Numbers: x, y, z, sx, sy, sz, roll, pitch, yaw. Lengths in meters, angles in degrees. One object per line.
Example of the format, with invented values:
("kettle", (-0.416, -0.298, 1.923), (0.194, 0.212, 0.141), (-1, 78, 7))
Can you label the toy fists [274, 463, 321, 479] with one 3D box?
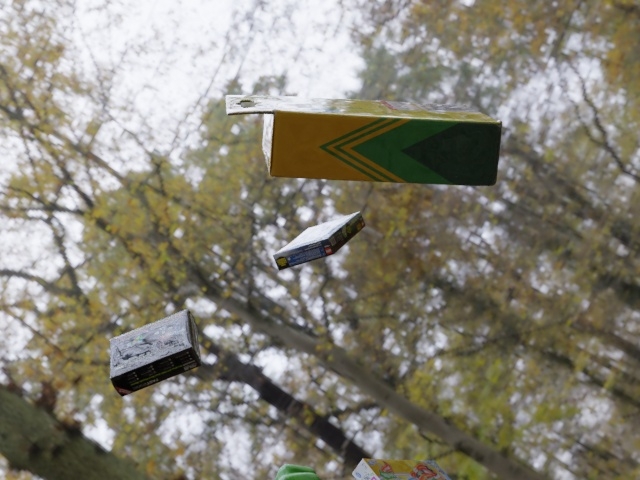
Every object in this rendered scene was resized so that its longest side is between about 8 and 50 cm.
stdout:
("toy fists", (0.004, 0.450, 1.449), (0.096, 0.279, 0.142), (-14, -43, -15))

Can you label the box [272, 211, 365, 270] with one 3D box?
("box", (0.000, 0.000, 1.469), (0.137, 0.094, 0.027), (-39, -70, -61))

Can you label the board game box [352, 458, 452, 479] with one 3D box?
("board game box", (0.123, 0.316, 1.249), (0.154, 0.103, 0.026), (15, -66, -48))

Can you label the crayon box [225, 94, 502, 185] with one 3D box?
("crayon box", (0.041, -0.127, 1.240), (0.202, 0.318, 0.081), (-109, 22, -76))

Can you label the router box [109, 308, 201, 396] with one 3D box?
("router box", (-0.228, 0.154, 1.385), (0.122, 0.092, 0.038), (-21, -57, 2))
